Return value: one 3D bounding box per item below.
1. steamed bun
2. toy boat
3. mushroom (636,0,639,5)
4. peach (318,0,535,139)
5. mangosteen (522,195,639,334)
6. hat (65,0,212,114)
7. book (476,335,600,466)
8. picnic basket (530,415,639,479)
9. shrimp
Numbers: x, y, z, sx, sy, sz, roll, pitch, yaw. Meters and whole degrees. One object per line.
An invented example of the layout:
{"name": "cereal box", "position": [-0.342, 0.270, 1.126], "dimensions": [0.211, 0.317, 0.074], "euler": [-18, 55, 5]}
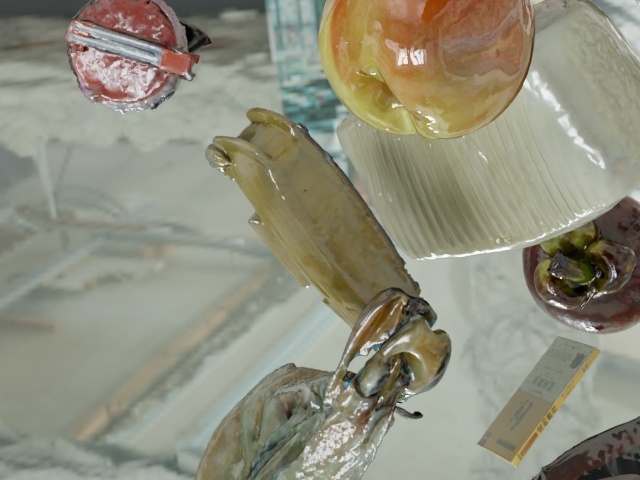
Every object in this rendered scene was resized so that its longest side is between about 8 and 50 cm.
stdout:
{"name": "steamed bun", "position": [0.221, -0.132, 1.559], "dimensions": [0.236, 0.247, 0.383], "euler": [-39, -170, -35]}
{"name": "toy boat", "position": [0.000, 0.000, 1.468], "dimensions": [0.089, 0.321, 0.121], "euler": [-49, -156, -25]}
{"name": "mushroom", "position": [0.516, -0.568, 2.062], "dimensions": [0.353, 0.353, 0.325], "euler": [-30, 171, -48]}
{"name": "peach", "position": [0.089, -0.176, 1.148], "dimensions": [0.184, 0.184, 0.184], "euler": [-5, -160, 2]}
{"name": "mangosteen", "position": [0.380, 0.026, 1.986], "dimensions": [0.215, 0.215, 0.257], "euler": [6, 178, 31]}
{"name": "hat", "position": [-0.174, -0.202, 1.471], "dimensions": [0.140, 0.129, 0.227], "euler": [-4, -172, 10]}
{"name": "book", "position": [0.264, 0.192, 1.696], "dimensions": [0.172, 0.012, 0.118], "euler": [-52, -168, -6]}
{"name": "picnic basket", "position": [0.312, 0.299, 1.272], "dimensions": [0.222, 0.129, 0.297], "euler": [-26, -124, -10]}
{"name": "shrimp", "position": [-0.016, 0.201, 1.423], "dimensions": [0.110, 0.446, 0.221], "euler": [18, -137, -29]}
